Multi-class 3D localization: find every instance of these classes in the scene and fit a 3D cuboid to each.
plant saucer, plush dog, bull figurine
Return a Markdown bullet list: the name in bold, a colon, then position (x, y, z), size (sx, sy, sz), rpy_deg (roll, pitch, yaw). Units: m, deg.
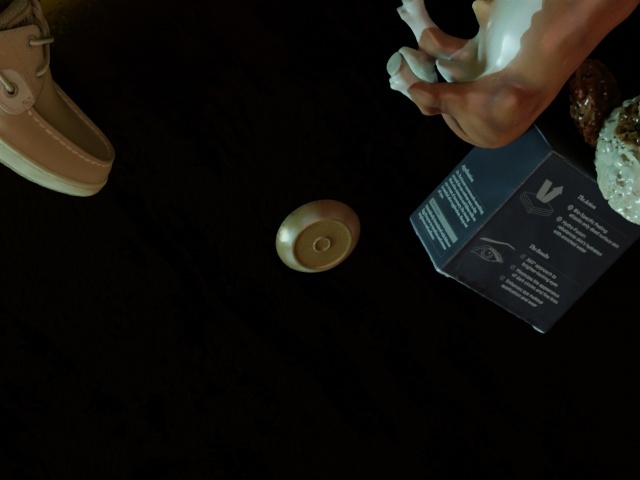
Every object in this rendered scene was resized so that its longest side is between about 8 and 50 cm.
- **plant saucer**: position (0.000, 0.000, 1.528), size (0.083, 0.015, 0.083), rpy_deg (-10, 127, -13)
- **plush dog**: position (0.347, -0.102, 1.446), size (0.225, 0.262, 0.210), rpy_deg (-34, 148, 2)
- **bull figurine**: position (0.191, -0.214, 1.387), size (0.188, 0.101, 0.310), rpy_deg (24, 112, -28)

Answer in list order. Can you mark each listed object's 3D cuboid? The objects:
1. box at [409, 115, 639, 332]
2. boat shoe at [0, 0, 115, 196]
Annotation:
- **box**: position (0.200, -0.020, 1.536), size (0.156, 0.093, 0.158), rpy_deg (30, 111, -34)
- **boat shoe**: position (-0.257, -0.148, 1.268), size (0.098, 0.109, 0.302), rpy_deg (-39, 123, 12)
